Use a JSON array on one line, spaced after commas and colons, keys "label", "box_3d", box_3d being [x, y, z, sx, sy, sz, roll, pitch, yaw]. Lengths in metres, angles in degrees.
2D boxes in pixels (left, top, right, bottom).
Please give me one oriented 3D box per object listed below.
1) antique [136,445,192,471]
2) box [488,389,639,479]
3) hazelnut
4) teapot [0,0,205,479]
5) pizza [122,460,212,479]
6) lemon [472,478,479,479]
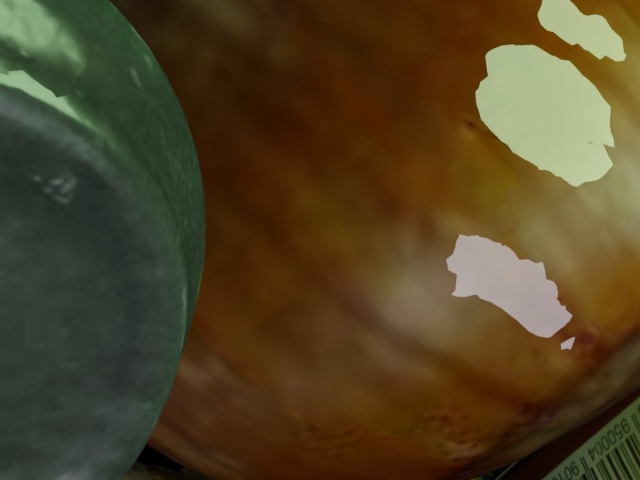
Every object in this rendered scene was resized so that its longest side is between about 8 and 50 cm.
[{"label": "antique", "box_3d": [-0.067, 0.239, 0.945, 0.129, 0.223, 0.278, -26, 128, -13]}, {"label": "box", "box_3d": [0.367, 0.179, 1.214, 0.385, 0.122, 0.344, -1, 145, -36]}, {"label": "hazelnut", "box_3d": [0.020, -0.047, 0.708, 0.372, 0.315, 0.373, 5, 80, -29]}, {"label": "teapot", "box_3d": [-0.216, -0.026, 0.516, 0.253, 0.344, 0.300, 11, 116, -37]}, {"label": "pizza", "box_3d": [-0.069, 0.190, 0.765, 0.287, 0.075, 0.280, -16, 109, -15]}, {"label": "lemon", "box_3d": [0.065, 0.253, 1.084, 0.186, 0.187, 0.244, -20, 142, -22]}]
